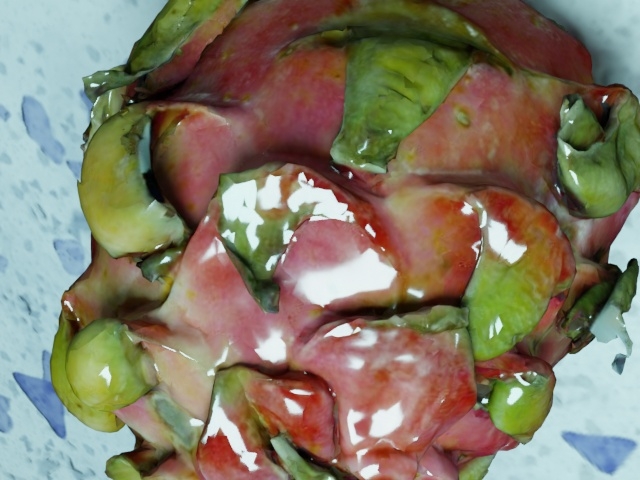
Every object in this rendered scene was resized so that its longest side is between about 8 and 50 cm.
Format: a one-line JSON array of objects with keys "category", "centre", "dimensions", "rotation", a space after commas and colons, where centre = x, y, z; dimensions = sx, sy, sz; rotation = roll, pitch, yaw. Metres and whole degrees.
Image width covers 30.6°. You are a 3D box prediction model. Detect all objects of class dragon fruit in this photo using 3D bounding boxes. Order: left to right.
[{"category": "dragon fruit", "centre": [0.000, 0.000, 0.530], "dimensions": [0.269, 0.291, 0.250], "rotation": [37, 136, 8]}]
